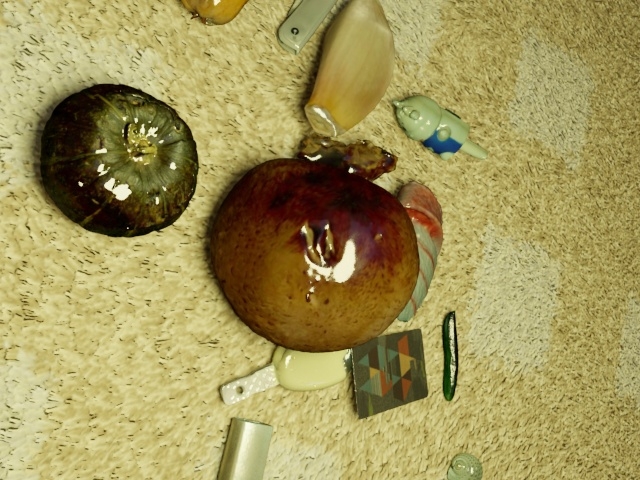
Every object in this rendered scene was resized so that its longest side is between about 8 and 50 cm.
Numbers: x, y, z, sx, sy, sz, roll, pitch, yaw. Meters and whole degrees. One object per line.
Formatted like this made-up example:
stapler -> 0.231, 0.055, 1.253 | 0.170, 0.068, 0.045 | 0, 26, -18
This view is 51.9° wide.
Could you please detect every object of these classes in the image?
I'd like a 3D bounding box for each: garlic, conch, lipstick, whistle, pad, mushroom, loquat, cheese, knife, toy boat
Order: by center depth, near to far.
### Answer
lipstick -> -0.139, 0.421, 1.068 | 0.077, 0.079, 0.253 | 17, 76, -26
mushroom -> -0.019, -0.002, 1.111 | 0.331, 0.356, 0.334 | 10, 109, -17
loquat -> -0.181, -0.433, 1.115 | 0.137, 0.113, 0.137 | -18, 114, -46
cheese -> -0.059, 0.222, 1.147 | 0.251, 0.054, 0.127 | -18, 95, -29
garlic -> 0.056, -0.316, 1.223 | 0.143, 0.112, 0.318 | 40, 53, -33
toy boat -> 0.175, 0.047, 1.223 | 0.206, 0.096, 0.282 | 62, 30, -43
pad -> 0.136, 0.249, 1.252 | 0.211, 0.003, 0.143 | -4, 87, -45
knife -> -0.004, -0.465, 1.254 | 0.073, 0.040, 0.266 | 33, 70, -11
conch -> 0.297, 0.471, 1.325 | 0.085, 0.056, 0.076 | 32, 83, -23
whistle -> 0.241, -0.223, 1.336 | 0.244, 0.110, 0.092 | 26, 105, -25

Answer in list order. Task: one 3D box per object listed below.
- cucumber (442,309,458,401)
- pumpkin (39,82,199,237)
cucumber -> 0.266, 0.235, 1.342 | 0.036, 0.033, 0.184 | 8, 81, -54
pumpkin -> -0.296, -0.117, 0.984 | 0.238, 0.159, 0.238 | 6, 77, -28
